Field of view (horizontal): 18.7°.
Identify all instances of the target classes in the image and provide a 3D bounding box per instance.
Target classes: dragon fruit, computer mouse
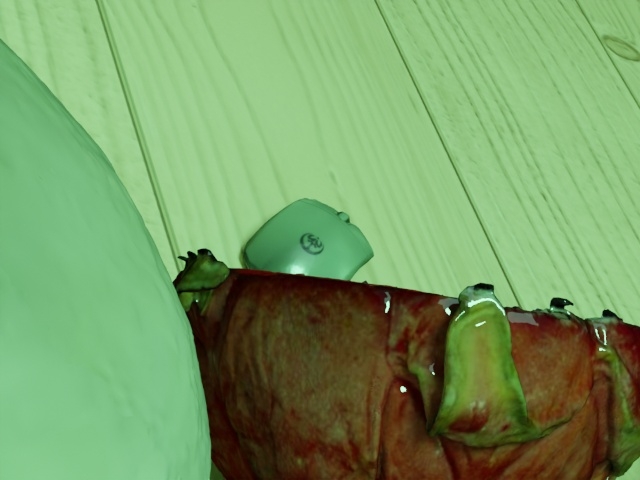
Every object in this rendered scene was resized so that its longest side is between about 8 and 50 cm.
[{"bbox_3d":[0.033,0.094,0.835,0.219,0.148,0.224,8,-5,7],"label":"dragon fruit"},{"bbox_3d":[0.000,0.000,1.046,0.056,0.032,0.110,40,29,4],"label":"computer mouse"}]

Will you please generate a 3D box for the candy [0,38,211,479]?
[{"bbox_3d":[-0.228,-0.008,0.674,0.386,0.186,0.427,8,35,-34],"label":"candy"}]
